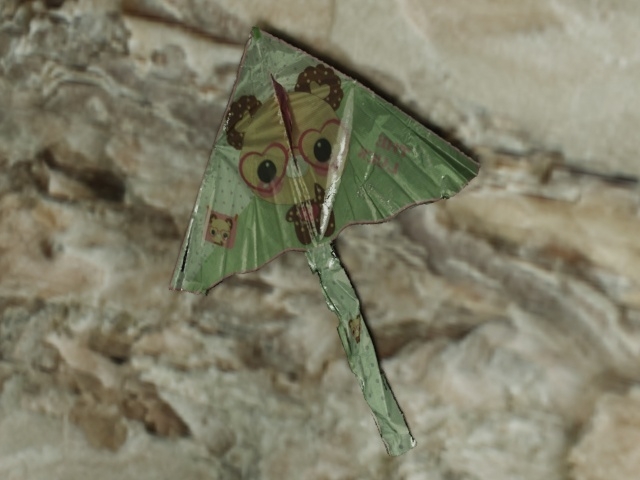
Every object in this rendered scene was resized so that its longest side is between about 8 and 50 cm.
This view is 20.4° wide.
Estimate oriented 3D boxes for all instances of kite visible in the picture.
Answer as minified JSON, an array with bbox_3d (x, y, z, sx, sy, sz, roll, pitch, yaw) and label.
[{"bbox_3d":[-0.001,0.000,0.977,0.229,0.012,0.250,-25,79,38],"label":"kite"}]
